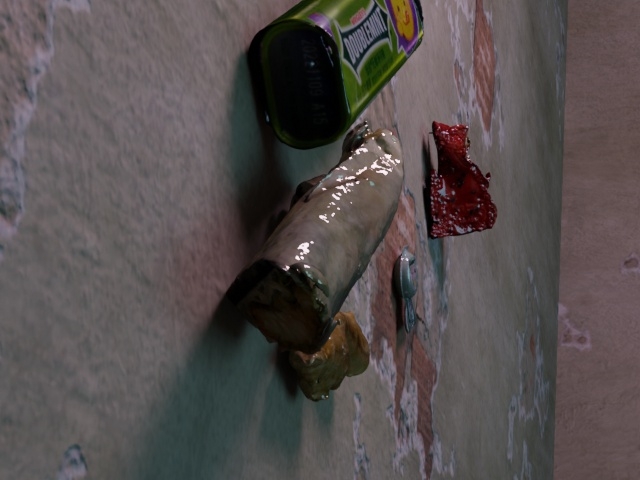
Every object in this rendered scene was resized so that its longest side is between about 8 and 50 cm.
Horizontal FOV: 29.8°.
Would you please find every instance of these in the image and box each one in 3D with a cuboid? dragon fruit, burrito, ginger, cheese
[{"bbox_3d":[0.194,-0.099,1.896,0.092,0.122,0.192,40,-31,60],"label":"dragon fruit"},{"bbox_3d":[-0.006,0.010,1.137,0.175,0.107,0.347,-60,-179,31],"label":"burrito"},{"bbox_3d":[0.008,0.120,1.308,0.214,0.059,0.133,58,27,-58],"label":"ginger"},{"bbox_3d":[0.122,0.066,1.690,0.067,0.026,0.120,-35,121,-68],"label":"cheese"}]

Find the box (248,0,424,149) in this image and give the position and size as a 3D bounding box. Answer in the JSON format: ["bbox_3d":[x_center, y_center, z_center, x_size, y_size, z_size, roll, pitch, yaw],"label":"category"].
[{"bbox_3d":[0.029,-0.217,1.319,0.345,0.097,0.134,-52,126,-61],"label":"box"}]
